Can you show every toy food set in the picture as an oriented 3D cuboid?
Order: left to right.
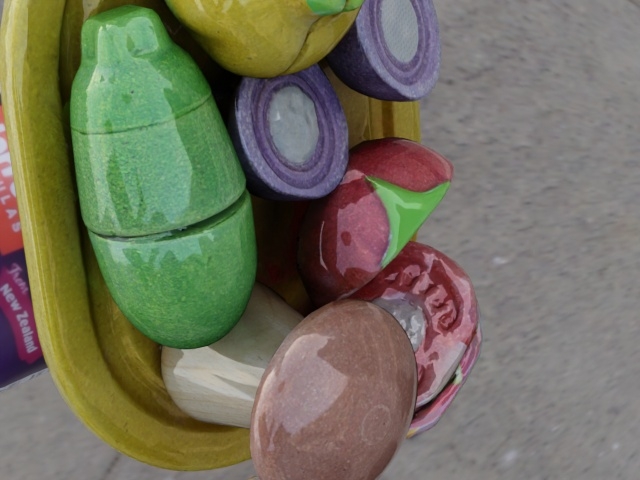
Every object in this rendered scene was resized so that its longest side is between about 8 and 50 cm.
[{"bbox_3d":[0.000,0.000,0.423,0.071,0.128,0.218,21,126,43],"label":"toy food set"}]

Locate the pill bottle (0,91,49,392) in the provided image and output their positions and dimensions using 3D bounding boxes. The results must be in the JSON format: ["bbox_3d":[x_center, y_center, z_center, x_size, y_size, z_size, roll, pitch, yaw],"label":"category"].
[{"bbox_3d":[-0.130,0.003,0.575,0.193,0.108,0.108,-24,82,-24],"label":"pill bottle"}]
